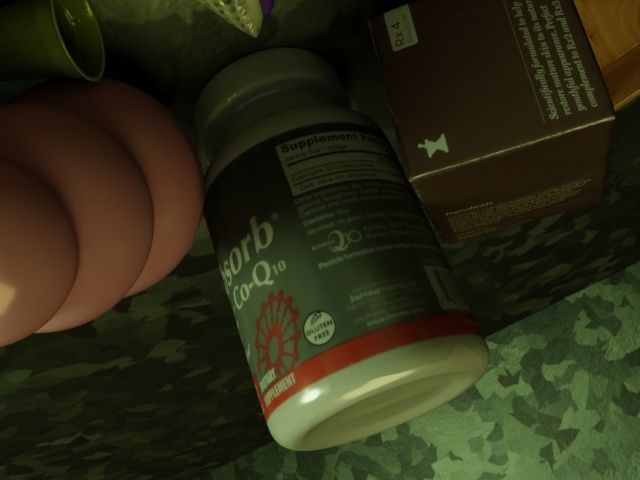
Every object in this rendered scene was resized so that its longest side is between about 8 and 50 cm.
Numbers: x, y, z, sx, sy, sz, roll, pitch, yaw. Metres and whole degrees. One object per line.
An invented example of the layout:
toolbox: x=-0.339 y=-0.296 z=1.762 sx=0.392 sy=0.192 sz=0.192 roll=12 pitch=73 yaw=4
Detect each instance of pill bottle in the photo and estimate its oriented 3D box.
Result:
pill bottle: x=0.000 y=0.000 z=0.663 sx=0.210 sy=0.363 sz=0.210 roll=-17 pitch=153 yaw=-9

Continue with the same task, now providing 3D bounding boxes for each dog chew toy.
dog chew toy: x=-0.217 y=-0.022 z=0.530 sx=0.206 sy=0.207 sz=0.332 roll=-28 pitch=-168 yaw=13

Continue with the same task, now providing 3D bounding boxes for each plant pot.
plant pot: x=-0.228 y=-0.161 z=0.531 sx=0.079 sy=0.083 sz=0.083 roll=-11 pitch=155 yaw=8

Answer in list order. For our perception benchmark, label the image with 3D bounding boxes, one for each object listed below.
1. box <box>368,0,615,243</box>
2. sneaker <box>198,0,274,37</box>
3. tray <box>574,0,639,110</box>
box: x=0.163 y=-0.117 z=0.630 sx=0.167 sy=0.168 sz=0.203 roll=-16 pitch=160 yaw=15
sneaker: x=-0.057 y=-0.255 z=0.440 sx=0.146 sy=0.102 sz=0.293 roll=-53 pitch=170 yaw=-5
tray: x=0.293 y=-0.266 z=0.701 sx=0.203 sy=0.076 sz=0.411 roll=-36 pitch=149 yaw=29
